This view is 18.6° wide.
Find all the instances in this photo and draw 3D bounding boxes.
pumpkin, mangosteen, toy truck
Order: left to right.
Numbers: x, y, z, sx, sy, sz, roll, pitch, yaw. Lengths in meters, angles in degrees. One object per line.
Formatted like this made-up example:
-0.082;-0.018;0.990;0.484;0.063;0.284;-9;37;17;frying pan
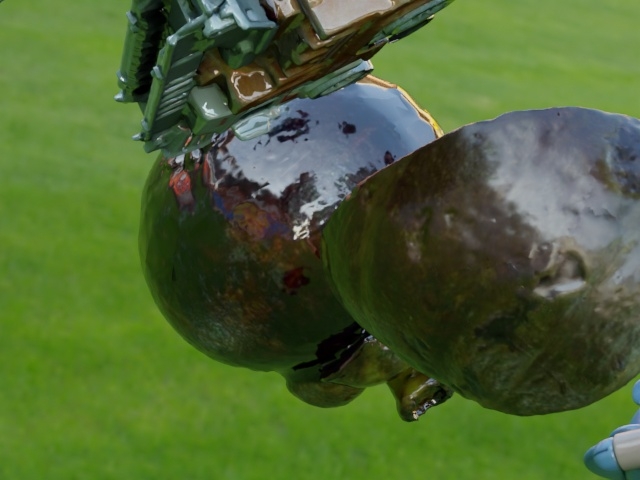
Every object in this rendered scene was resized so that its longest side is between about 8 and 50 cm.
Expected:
-0.049;-0.149;1.290;0.184;0.133;0.338;-27;-1;-16;toy truck
-0.009;-0.009;1.789;0.330;0.330;0.330;14;17;-4;mangosteen
0.121;0.024;1.361;0.148;0.312;0.169;38;38;-42;pumpkin

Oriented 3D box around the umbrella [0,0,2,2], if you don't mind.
-0.148;-0.178;1.021;0.052;0.250;0.053;55;13;25;umbrella

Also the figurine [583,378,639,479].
0.342;0.191;1.843;0.154;0.180;0.262;60;2;36;figurine
